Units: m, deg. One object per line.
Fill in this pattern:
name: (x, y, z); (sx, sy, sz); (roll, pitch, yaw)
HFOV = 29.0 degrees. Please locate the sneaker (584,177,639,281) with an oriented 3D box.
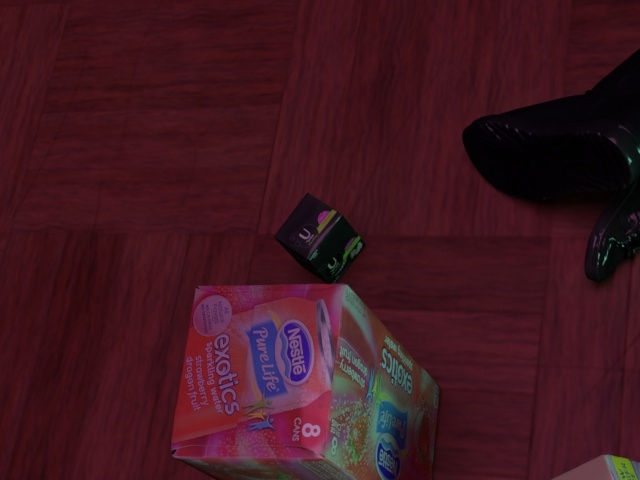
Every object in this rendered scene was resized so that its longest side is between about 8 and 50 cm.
sneaker: (0.331, -0.027, 1.218); (0.089, 0.051, 0.170); (18, 71, 32)

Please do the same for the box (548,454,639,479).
box: (0.200, 0.329, 1.030); (0.243, 0.117, 0.214); (-34, 57, 27)

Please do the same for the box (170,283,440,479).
box: (-0.001, 0.160, 1.118); (0.142, 0.300, 0.154); (-1, 66, 21)

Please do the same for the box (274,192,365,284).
box: (0.000, 0.000, 1.317); (0.052, 0.083, 0.062); (33, 81, 30)

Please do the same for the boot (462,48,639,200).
boot: (0.290, -0.133, 1.258); (0.207, 0.094, 0.246); (-37, 21, -25)
